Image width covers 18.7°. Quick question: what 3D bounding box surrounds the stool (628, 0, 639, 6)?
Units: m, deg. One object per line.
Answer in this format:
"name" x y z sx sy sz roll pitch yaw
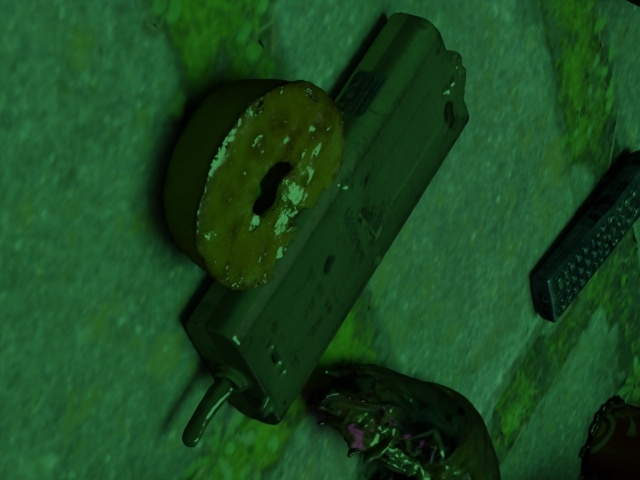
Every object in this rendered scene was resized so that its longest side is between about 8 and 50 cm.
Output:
"stool" 0.384 -0.240 1.283 0.310 0.310 0.226 -21 132 -52

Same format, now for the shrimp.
"shrimp" 0.057 0.143 1.150 0.251 0.052 0.144 31 52 -52

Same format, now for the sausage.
"sausage" 0.326 0.183 1.434 0.083 0.264 0.083 -28 125 -51

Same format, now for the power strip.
"power strip" 0.000 0.000 1.030 0.268 0.034 0.092 -57 147 -23

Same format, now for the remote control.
"remote control" 0.193 -0.008 1.350 0.152 0.027 0.043 -49 148 -31

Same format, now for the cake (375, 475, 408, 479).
"cake" 0.065 0.277 1.246 0.098 0.135 0.287 -28 109 -44

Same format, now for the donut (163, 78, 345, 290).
"donut" -0.036 -0.034 0.945 0.108 0.043 0.097 -55 144 -22
